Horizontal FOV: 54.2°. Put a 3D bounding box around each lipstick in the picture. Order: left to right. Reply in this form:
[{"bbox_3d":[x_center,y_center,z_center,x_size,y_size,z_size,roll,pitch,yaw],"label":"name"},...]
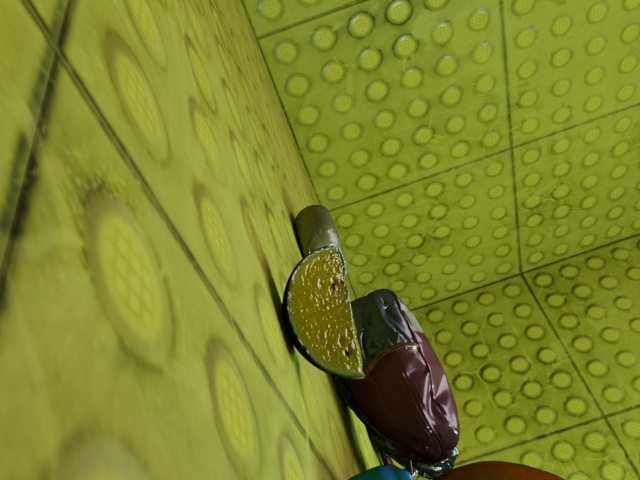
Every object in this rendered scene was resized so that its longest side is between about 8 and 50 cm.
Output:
[{"bbox_3d":[0.162,0.545,1.628,0.027,0.027,0.177,-104,172,-57],"label":"lipstick"}]

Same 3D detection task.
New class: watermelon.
[{"bbox_3d":[-0.009,0.096,0.817,0.075,0.092,0.182,27,50,-65],"label":"watermelon"}]

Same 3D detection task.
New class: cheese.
[{"bbox_3d":[0.000,0.000,1.451,0.202,0.091,0.175,-102,174,-61],"label":"cheese"}]

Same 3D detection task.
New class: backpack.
[{"bbox_3d":[0.142,0.280,1.202,0.317,0.197,0.283,61,-3,21],"label":"backpack"},{"bbox_3d":[0.219,0.475,1.551,0.258,0.133,0.206,25,15,-9],"label":"backpack"}]

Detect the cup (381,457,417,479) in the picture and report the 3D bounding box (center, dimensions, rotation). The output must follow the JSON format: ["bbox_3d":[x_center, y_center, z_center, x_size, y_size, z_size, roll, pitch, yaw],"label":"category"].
[{"bbox_3d":[0.148,0.466,1.177,0.074,0.102,0.099,46,-16,50],"label":"cup"}]

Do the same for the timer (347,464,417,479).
[{"bbox_3d":[0.134,0.457,0.766,0.309,0.115,0.340,-116,-176,-48],"label":"timer"}]

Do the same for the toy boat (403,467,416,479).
[{"bbox_3d":[0.227,0.661,1.441,0.318,0.099,0.141,-109,178,-57],"label":"toy boat"}]

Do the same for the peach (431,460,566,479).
[{"bbox_3d":[0.276,0.514,1.032,0.242,0.380,0.306,26,48,-24],"label":"peach"}]
